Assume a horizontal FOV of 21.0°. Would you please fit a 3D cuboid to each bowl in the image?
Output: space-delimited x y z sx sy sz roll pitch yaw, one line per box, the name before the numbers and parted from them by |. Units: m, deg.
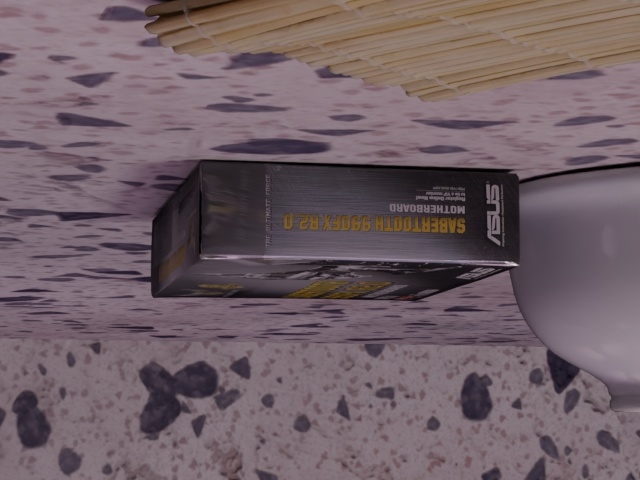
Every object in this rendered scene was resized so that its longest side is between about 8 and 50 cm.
bowl | 0.248 0.038 1.059 0.298 0.134 0.298 -1 173 0

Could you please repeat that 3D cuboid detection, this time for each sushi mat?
sushi mat | 0.094 -0.075 0.537 0.151 0.019 0.316 4 174 -41

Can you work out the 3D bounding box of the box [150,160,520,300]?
box | 0.000 0.000 1.049 0.183 0.056 0.231 1 173 -13
